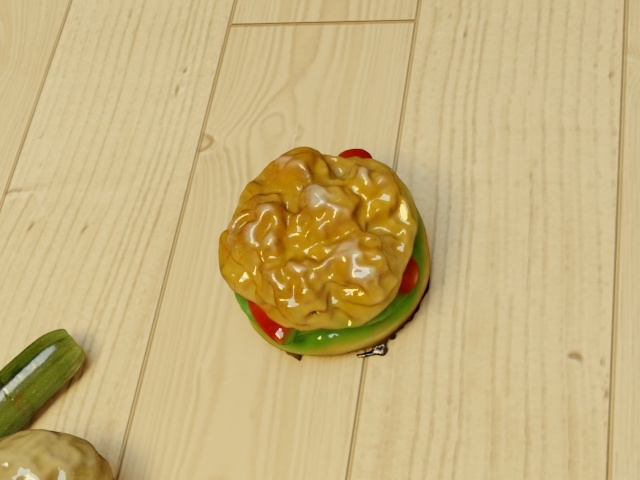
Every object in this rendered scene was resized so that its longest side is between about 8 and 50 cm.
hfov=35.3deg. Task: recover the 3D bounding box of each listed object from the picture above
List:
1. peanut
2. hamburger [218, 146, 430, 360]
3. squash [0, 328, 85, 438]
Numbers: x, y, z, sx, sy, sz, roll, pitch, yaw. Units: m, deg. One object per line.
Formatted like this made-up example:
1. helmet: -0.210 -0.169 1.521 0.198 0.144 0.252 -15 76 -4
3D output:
1. peanut: -0.361 0.282 0.987 0.325 0.140 0.153 -16 33 -9
2. hamburger: 0.000 0.000 1.054 0.237 0.149 0.237 -7 61 13
3. squash: -0.352 0.188 1.097 0.229 0.066 0.066 -45 61 -11
